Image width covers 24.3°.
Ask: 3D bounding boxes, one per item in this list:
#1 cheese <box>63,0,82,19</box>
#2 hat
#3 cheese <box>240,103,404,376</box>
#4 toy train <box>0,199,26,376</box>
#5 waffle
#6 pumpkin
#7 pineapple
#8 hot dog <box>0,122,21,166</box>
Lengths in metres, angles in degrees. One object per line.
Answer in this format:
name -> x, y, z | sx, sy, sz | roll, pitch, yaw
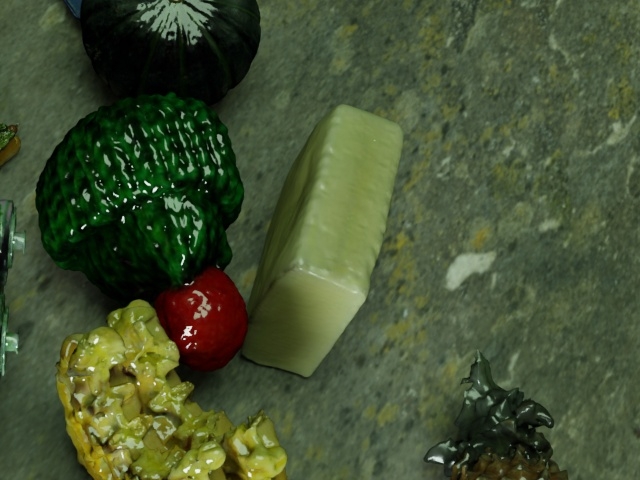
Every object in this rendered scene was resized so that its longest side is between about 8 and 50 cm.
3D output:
cheese -> -0.260, -0.376, 2.149 | 0.244, 0.062, 0.155 | -25, 66, -27
hat -> -0.201, 0.008, 1.798 | 0.242, 0.274, 0.332 | -10, 69, -26
cheese -> 0.000, 0.000, 1.862 | 0.124, 0.242, 0.265 | 22, 54, -12
toy train -> -0.426, 0.088, 1.681 | 0.173, 0.249, 0.307 | 3, 56, -10
waffle -> -0.162, 0.231, 1.640 | 0.151, 0.261, 0.324 | -27, 48, -27
pumpkin -> -0.207, -0.294, 2.028 | 0.250, 0.216, 0.250 | 0, 91, -8
pineapple -> 0.213, 0.306, 1.757 | 0.223, 0.223, 0.357 | 5, 48, -12
hot dog -> -0.442, -0.114, 1.937 | 0.056, 0.041, 0.133 | 38, 56, 11
